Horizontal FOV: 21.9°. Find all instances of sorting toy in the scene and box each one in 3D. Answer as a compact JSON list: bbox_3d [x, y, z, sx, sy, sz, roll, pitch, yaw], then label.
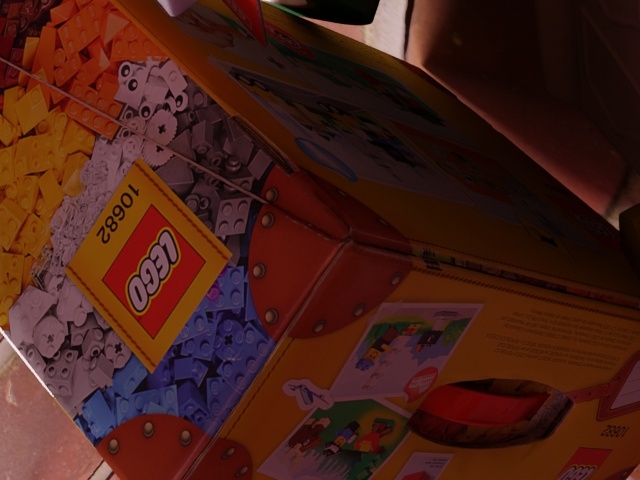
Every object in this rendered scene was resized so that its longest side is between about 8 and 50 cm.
[{"bbox_3d":[0.209,-0.072,0.990,0.229,0.041,0.307,52,164,41],"label":"sorting toy"}]

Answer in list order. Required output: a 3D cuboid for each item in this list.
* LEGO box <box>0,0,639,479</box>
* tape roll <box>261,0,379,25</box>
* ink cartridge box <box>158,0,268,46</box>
[{"bbox_3d":[0.000,0.000,1.119,0.372,0.193,0.500,45,-162,33],"label":"LEGO box"},{"bbox_3d":[-0.106,-0.232,1.147,0.321,0.077,0.321,17,-177,-1],"label":"tape roll"},{"bbox_3d":[-0.138,-0.225,0.845,0.275,0.060,0.239,49,169,14],"label":"ink cartridge box"}]
